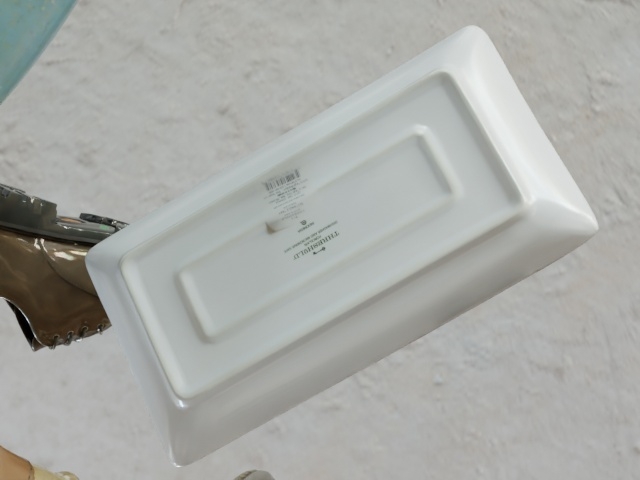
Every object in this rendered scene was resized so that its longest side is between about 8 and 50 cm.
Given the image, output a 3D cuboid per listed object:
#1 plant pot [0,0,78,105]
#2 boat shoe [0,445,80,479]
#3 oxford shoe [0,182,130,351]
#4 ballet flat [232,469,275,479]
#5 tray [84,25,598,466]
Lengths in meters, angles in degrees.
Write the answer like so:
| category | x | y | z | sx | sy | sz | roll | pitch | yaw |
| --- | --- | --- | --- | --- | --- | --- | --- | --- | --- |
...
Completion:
| category | x | y | z | sx | sy | sz | roll | pitch | yaw |
| --- | --- | --- | --- | --- | --- | --- | --- | --- | --- |
| plant pot | -0.226 | -0.169 | 0.614 | 0.248 | 0.247 | 0.252 | 14 | 76 | -25 |
| boat shoe | -0.216 | 0.166 | 0.471 | 0.324 | 0.122 | 0.120 | -31 | 118 | 7 |
| oxford shoe | -0.154 | 0.029 | 0.831 | 0.227 | 0.083 | 0.096 | 17 | 89 | -28 |
| ballet flat | -0.111 | 0.298 | 1.075 | 0.058 | 0.250 | 0.084 | -5 | 135 | 44 |
| tray | 0.000 | 0.000 | 0.706 | 0.270 | 0.030 | 0.145 | -30 | 69 | 9 |
